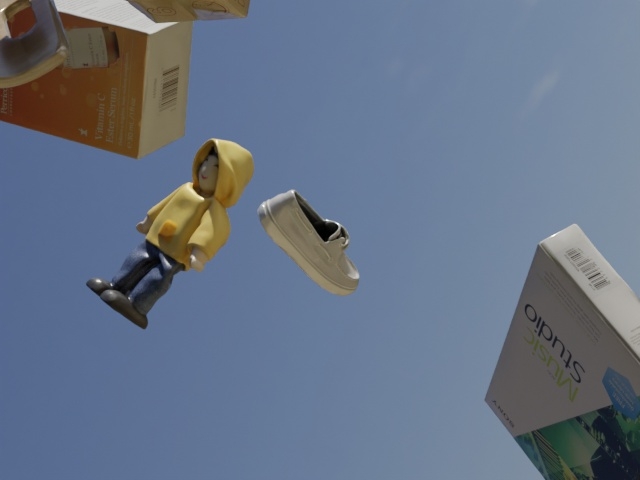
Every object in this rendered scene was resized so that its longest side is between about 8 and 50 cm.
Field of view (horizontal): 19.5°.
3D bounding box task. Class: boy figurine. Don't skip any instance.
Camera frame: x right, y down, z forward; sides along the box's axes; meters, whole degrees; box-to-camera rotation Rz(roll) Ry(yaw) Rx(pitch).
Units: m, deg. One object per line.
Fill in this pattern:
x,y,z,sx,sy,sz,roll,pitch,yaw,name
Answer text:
-0.191,-0.013,2.560,0.092,0.177,0.285,38,-88,-36,boy figurine

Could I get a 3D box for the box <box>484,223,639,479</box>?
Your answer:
0.287,0.164,1.984,0.058,0.232,0.322,-26,-29,-22,box

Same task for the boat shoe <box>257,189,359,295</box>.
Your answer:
0.000,0.000,2.263,0.063,0.184,0.066,-31,35,20,boat shoe

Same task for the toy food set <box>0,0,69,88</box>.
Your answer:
-0.298,-0.239,1.229,0.092,0.306,0.220,-47,27,9,toy food set

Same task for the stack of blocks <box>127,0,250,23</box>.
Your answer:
-0.148,-0.295,1.344,0.297,0.087,0.171,33,-119,-57,stack of blocks

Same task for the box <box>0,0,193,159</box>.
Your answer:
-0.222,-0.168,1.818,0.091,0.170,0.130,-36,-44,-58,box
